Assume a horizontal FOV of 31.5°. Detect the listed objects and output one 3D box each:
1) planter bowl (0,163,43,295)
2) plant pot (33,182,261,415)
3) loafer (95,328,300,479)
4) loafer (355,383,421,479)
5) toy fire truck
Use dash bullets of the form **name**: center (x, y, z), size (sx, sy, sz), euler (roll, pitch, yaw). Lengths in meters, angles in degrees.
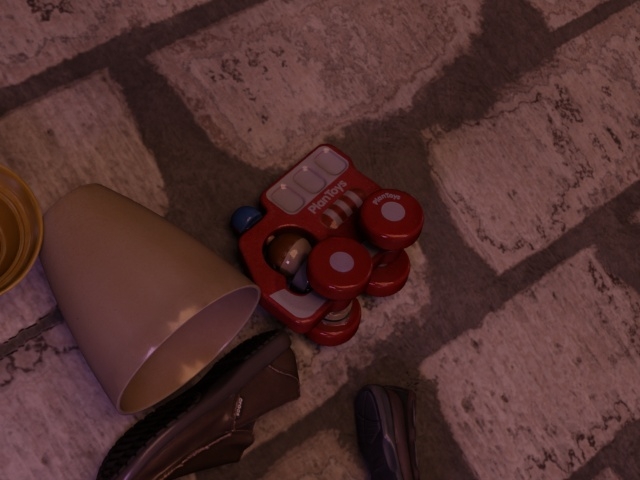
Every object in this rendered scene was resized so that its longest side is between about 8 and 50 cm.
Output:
- **planter bowl**: center (-0.494, -0.002, 1.572), size (0.217, 0.090, 0.217), euler (4, 70, -11)
- **plant pot**: center (-0.269, 0.058, 1.595), size (0.256, 0.256, 0.274), euler (-36, 73, -29)
- **loafer**: center (-0.153, 0.271, 1.612), size (0.366, 0.134, 0.130), euler (-37, 101, -29)
- **loafer**: center (0.127, 0.365, 1.724), size (0.095, 0.109, 0.302), euler (1, 69, -28)
- **toy fire truck**: center (0.000, 0.000, 1.775), size (0.254, 0.169, 0.302), euler (37, 59, 19)
